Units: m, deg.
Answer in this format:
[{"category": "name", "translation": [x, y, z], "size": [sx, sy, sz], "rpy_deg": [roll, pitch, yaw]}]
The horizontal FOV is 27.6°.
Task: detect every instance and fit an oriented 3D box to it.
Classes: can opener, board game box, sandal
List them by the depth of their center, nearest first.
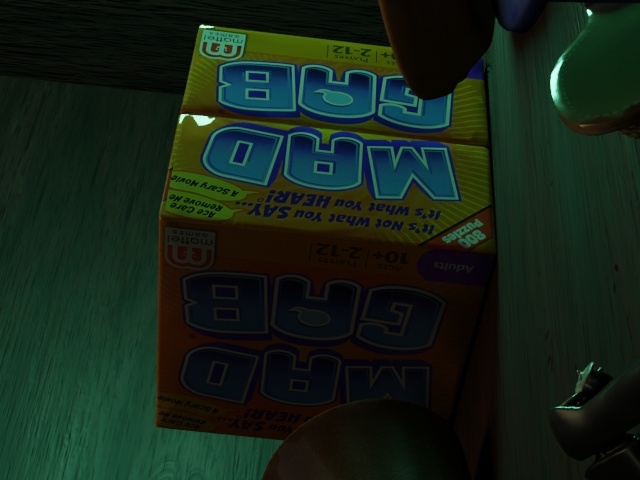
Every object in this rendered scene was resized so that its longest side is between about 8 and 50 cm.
[{"category": "can opener", "translation": [0.170, 0.079, 0.674], "size": [0.059, 0.073, 0.186], "rpy_deg": [-41, -16, -25]}, {"category": "sandal", "translation": [0.184, -0.096, 0.725], "size": [0.079, 0.088, 0.240], "rpy_deg": [61, -156, -27]}, {"category": "board game box", "translation": [0.000, 0.000, 1.587], "size": [0.356, 0.356, 0.356], "rpy_deg": [-86, 3, -47]}]

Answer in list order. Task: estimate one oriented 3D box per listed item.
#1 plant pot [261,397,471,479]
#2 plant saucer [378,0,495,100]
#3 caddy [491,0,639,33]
[{"category": "plant pot", "translation": [0.069, 0.301, 1.219], "size": [0.230, 0.215, 0.215], "rpy_deg": [-116, 29, -59]}, {"category": "plant saucer", "translation": [0.058, -0.171, 0.652], "size": [0.200, 0.037, 0.199], "rpy_deg": [-4, -90, -74]}, {"category": "caddy", "translation": [0.140, -0.259, 0.573], "size": [0.241, 0.179, 0.341], "rpy_deg": [114, 162, -89]}]
